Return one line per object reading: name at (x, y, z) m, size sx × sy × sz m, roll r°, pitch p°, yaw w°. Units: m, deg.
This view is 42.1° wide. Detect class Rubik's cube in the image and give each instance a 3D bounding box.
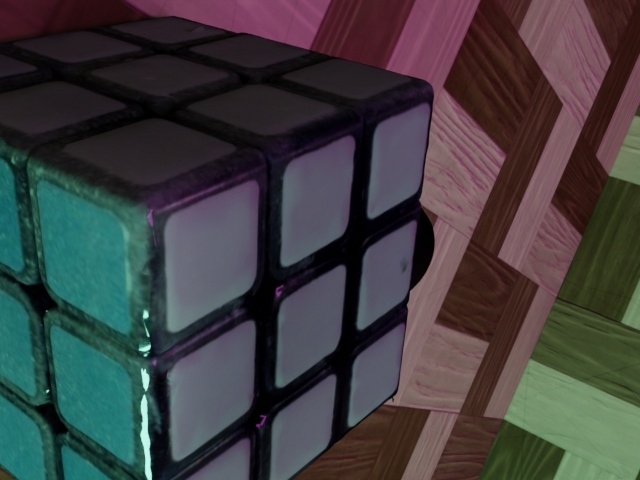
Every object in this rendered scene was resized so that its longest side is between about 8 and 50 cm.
Rubik's cube at (-0.123, 0.010, 0.655) m, size 0.303 × 0.305 × 0.301 m, roll -30°, pitch 132°, yaw -47°

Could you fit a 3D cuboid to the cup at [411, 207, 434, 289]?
cup at (0.015, 0.002, 0.985) m, size 0.239 × 0.166 × 0.177 m, roll -58°, pitch 144°, yaw -16°
